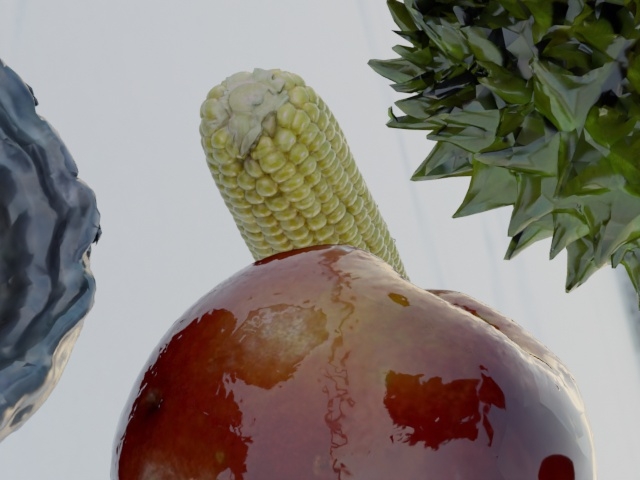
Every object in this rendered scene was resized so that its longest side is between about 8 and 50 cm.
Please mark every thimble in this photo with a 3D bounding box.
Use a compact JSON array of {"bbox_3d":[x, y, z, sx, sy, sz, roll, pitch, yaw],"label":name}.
[{"bbox_3d":[-0.221,0.022,0.837,0.205,0.172,0.236,52,41,-10],"label":"thimble"}]

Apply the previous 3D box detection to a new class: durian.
[{"bbox_3d":[0.191,-0.086,0.575,0.169,0.351,0.158,-110,179,-60],"label":"durian"}]

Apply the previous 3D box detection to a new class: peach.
[{"bbox_3d":[0.014,0.127,0.850,0.199,0.243,0.243,-154,-130,-83],"label":"peach"}]

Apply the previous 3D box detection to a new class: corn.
[{"bbox_3d":[0.000,0.000,1.050,0.248,0.081,0.081,63,16,-45],"label":"corn"}]
